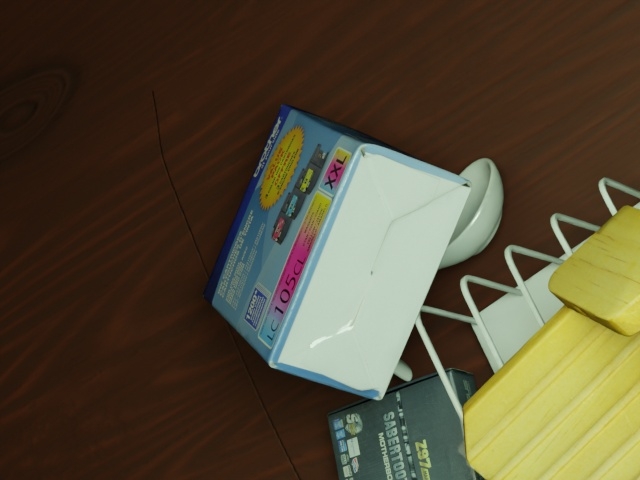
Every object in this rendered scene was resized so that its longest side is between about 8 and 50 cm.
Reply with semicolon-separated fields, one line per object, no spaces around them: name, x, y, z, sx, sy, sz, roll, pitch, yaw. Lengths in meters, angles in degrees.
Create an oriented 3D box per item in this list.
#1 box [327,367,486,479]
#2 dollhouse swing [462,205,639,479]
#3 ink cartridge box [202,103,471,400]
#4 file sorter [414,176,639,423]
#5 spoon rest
box;0.114;0.285;2.170;0.183;0.059;0.232;-22;68;29
dollhouse swing;0.348;0.196;1.794;0.305;0.347;0.315;-49;13;-1
ink cartridge box;0.000;0.000;2.186;0.270;0.151;0.395;-67;18;4
file sorter;0.273;0.085;2.030;0.278;0.173;0.193;-36;62;23
spoon rest;0.130;0.025;2.182;0.276;0.084;0.137;-63;16;6
